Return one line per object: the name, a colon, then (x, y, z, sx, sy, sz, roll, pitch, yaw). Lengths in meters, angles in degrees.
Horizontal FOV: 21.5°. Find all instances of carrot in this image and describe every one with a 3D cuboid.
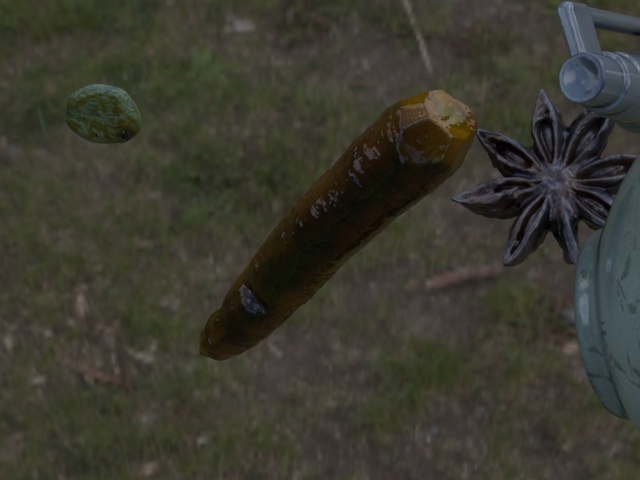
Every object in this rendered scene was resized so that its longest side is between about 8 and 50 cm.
carrot: (0.000, 0.000, 1.233, 0.066, 0.314, 0.066, 25, 42, -24)

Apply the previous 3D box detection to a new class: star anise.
star anise: (0.274, -0.076, 1.884, 0.230, 0.081, 0.262, 33, 82, 28)

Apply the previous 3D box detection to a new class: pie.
pie: (-0.230, -0.132, 1.773, 0.085, 0.085, 0.017, 10, 45, 7)

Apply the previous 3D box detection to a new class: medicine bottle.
medicine bottle: (0.237, -0.121, 1.227, 0.061, 0.220, 0.092, -19, 78, 33)

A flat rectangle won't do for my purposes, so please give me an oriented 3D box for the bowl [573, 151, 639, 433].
bowl: (0.235, 0.041, 0.989, 0.146, 0.313, 0.313, -10, 50, 27)
